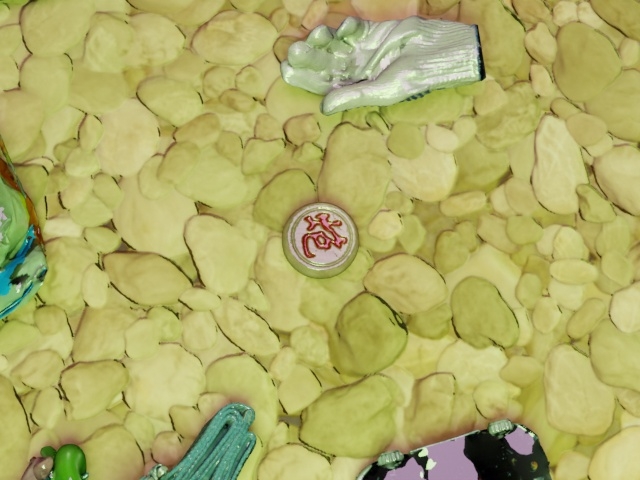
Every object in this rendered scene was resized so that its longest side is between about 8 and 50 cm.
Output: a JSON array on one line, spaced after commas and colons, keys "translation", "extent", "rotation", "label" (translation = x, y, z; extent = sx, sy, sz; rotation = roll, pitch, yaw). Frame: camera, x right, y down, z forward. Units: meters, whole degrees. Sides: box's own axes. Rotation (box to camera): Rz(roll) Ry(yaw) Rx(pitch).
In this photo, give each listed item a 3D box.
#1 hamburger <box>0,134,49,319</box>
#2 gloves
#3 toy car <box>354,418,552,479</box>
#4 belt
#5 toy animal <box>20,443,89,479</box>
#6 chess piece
[{"translation": [-0.421, -0.018, 0.985], "extent": [0.276, 0.150, 0.260], "rotation": [-12, 75, -6], "label": "hamburger"}, {"translation": [0.070, -0.194, 1.093], "extent": [0.229, 0.097, 0.119], "rotation": [0, 65, -6], "label": "gloves"}, {"translation": [0.131, 0.245, 1.000], "extent": [0.205, 0.056, 0.095], "rotation": [-15, 77, -4], "label": "toy car"}, {"translation": [-0.130, 0.229, 0.964], "extent": [0.100, 0.065, 0.179], "rotation": [32, 54, -1], "label": "belt"}, {"translation": [-0.327, 0.252, 0.945], "extent": [0.208, 0.100, 0.103], "rotation": [0, 36, -16], "label": "toy animal"}, {"translation": [0.000, 0.000, 1.066], "extent": [0.084, 0.038, 0.083], "rotation": [1, 73, -4], "label": "chess piece"}]
